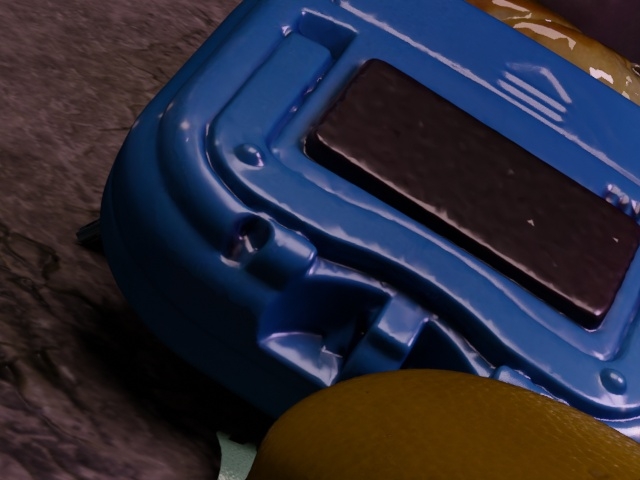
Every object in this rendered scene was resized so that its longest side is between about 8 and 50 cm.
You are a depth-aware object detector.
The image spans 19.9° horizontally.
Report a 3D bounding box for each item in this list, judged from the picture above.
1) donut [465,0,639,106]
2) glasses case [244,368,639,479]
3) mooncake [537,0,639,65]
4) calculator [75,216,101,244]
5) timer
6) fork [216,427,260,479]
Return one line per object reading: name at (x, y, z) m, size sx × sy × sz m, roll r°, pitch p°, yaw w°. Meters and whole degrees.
donut at (0.128, -0.093, 1.292) m, size 0.360 × 0.170 × 0.360 m, roll 29°, pitch 9°, yaw -5°
glasses case at (0.116, 0.175, 0.673) m, size 0.173 × 0.141 × 0.371 m, roll 4°, pitch 26°, yaw -39°
mooncake at (0.245, -0.182, 1.558) m, size 0.133 × 0.245 × 0.245 m, roll 31°, pitch 23°, yaw 35°
calculator at (-0.081, -0.024, 1.126) m, size 0.057 × 0.018 × 0.172 m, roll -20°, pitch 0°, yaw 29°
timer at (0.070, -0.004, 0.983) m, size 0.340 × 0.115 × 0.309 m, roll 32°, pitch 41°, yaw 2°
fork at (-0.049, 0.128, 0.807) m, size 0.039 × 0.021 × 0.235 m, roll 19°, pitch 20°, yaw 4°
